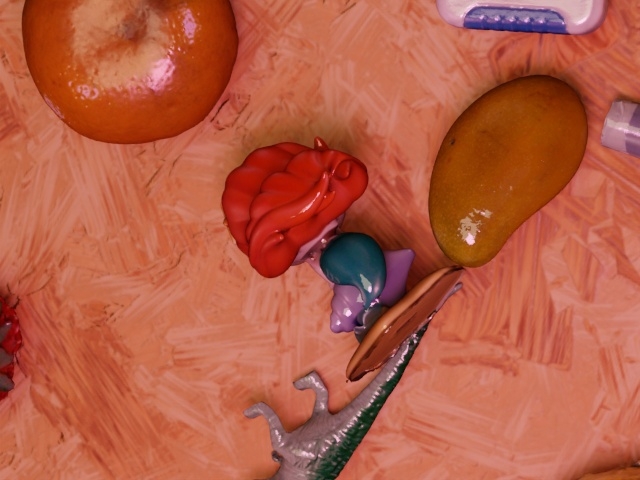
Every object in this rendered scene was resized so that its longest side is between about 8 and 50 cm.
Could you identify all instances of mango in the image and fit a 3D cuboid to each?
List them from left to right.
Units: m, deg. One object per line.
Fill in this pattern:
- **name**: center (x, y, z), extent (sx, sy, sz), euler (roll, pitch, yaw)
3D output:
- **mango**: center (0.186, -0.076, 1.859), extent (0.136, 0.099, 0.227), euler (28, 73, 21)

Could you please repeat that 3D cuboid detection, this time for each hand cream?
- **hand cream**: center (0.415, -0.087, 1.854), extent (0.255, 0.048, 0.079), euler (17, 104, 12)

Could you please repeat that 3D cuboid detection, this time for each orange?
- **orange**: center (-0.204, -0.220, 1.956), extent (0.240, 0.171, 0.240), euler (0, 91, 9)

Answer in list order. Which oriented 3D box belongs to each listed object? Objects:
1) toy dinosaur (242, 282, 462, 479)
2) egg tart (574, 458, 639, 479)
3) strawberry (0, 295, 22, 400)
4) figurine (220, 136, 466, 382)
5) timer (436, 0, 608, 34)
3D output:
- **toy dinosaur**: center (-0.002, 0.177, 1.981), extent (0.129, 0.076, 0.383), euler (32, 106, 5)
- **egg tart**: center (0.342, 0.385, 1.868), extent (0.341, 0.129, 0.341), euler (1, 95, 18)
- **strawberry**: center (-0.429, 0.111, 2.090), extent (0.236, 0.111, 0.190), euler (8, 108, 38)
- **figurine**: center (0.006, -0.005, 1.884), extent (0.257, 0.208, 0.181), euler (43, 116, 12)
- **timer**: center (0.217, -0.341, 1.875), extent (0.178, 0.078, 0.253), euler (6, 94, 18)
